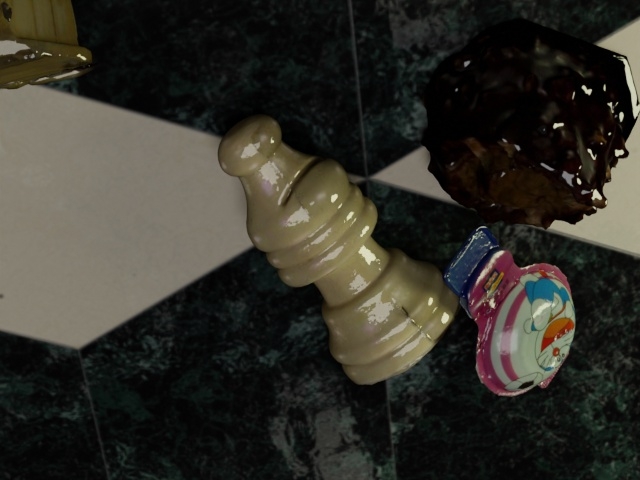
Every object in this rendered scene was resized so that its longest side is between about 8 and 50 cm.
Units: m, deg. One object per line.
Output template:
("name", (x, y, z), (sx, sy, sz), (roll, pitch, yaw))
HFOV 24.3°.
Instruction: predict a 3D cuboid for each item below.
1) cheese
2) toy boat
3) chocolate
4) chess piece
("cheese", (0.206, 0.078, 1.588), (0.155, 0.062, 0.244), (-53, 132, -14))
("toy boat", (-0.431, -0.168, 1.357), (0.445, 0.162, 0.136), (-13, 84, -1))
("chocolate", (0.212, -0.078, 1.455), (0.224, 0.177, 0.206), (18, 119, -15))
("chess piece", (0.000, 0.000, 1.526), (0.138, 0.124, 0.307), (-19, 123, 39))
